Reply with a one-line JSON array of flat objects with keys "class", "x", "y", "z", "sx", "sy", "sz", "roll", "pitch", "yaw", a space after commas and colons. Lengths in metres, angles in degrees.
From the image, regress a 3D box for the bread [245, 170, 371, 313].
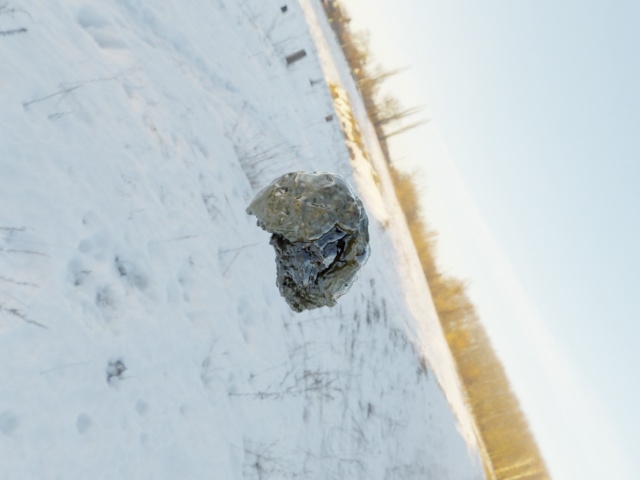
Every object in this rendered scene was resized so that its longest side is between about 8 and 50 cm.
[{"class": "bread", "x": 0.000, "y": 0.000, "z": 0.400, "sx": 0.060, "sy": 0.082, "sz": 0.113, "roll": 44, "pitch": -19, "yaw": 43}]
